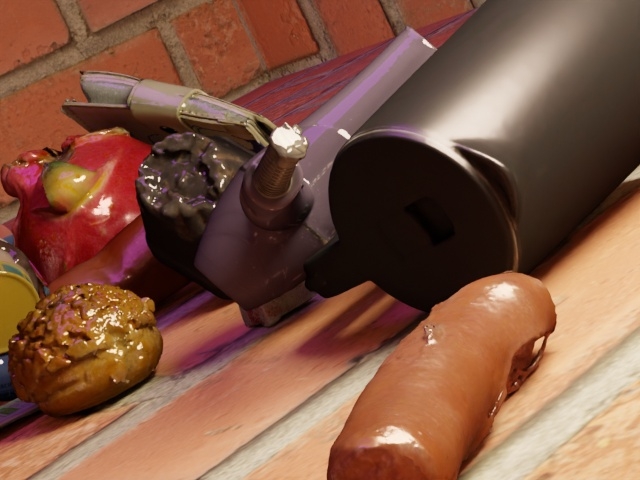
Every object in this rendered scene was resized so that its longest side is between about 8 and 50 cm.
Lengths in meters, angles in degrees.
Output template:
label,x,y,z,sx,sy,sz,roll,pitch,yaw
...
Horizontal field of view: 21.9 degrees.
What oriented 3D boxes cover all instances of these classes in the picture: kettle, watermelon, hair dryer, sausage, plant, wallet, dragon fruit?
label,x,y,z,sx,sy,sz,roll,pitch,yaw
kettle,0.134,-0.090,1.415,0.262,0.203,0.308,7,36,39
watermelon,-0.052,0.055,1.621,0.085,0.085,0.061,-23,45,12
hair dryer,-0.002,-0.070,1.430,0.301,0.121,0.361,-49,-3,1
sausage,0.076,0.094,1.034,0.087,0.079,0.326,-21,9,25
plant,-0.110,-0.031,1.817,0.164,0.142,0.256,-60,-20,-5
wallet,-0.171,-0.143,2.236,0.309,0.223,0.077,12,70,29
dragon fruit,-0.278,-0.037,2.149,0.305,0.225,0.305,-23,8,3
sausage,-0.201,0.023,1.972,0.348,0.094,0.097,-38,36,-13

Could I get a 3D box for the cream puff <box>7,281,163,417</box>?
label,x,y,z,sx,sy,sz,roll,pitch,yaw
cream puff,-0.236,0.102,1.635,0.165,0.115,0.150,-25,12,6

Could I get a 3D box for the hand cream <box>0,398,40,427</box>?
label,x,y,z,sx,sy,sz,roll,pitch,yaw
hand cream,-0.367,0.201,1.675,0.275,0.050,0.079,-26,36,-31

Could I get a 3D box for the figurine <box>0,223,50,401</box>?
label,x,y,z,sx,sy,sz,roll,pitch,yaw
figurine,-0.375,0.068,1.850,0.161,0.158,0.275,-11,22,-21
